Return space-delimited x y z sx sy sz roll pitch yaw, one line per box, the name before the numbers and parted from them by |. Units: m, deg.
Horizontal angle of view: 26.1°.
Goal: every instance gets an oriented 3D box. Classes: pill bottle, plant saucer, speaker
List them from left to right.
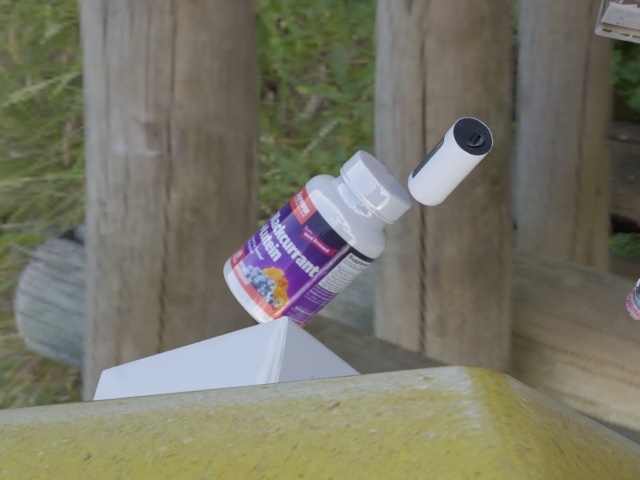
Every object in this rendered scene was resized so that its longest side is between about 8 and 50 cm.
pill bottle | 0.000 0.000 1.439 0.193 0.108 0.108 -44 72 15
plant saucer | 0.011 0.119 0.496 0.333 0.332 0.081 -9 67 34
speaker | 0.159 -0.096 1.697 0.055 0.055 0.136 60 149 13

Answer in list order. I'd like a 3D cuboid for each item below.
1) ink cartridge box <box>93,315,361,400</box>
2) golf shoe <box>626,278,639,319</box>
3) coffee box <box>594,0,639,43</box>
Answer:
ink cartridge box | -0.023 0.198 1.106 0.211 0.289 0.121 -19 45 35
golf shoe | 0.441 0.057 1.543 0.086 0.186 0.067 112 149 -54
coffee box | 0.306 -0.249 1.196 0.098 0.246 0.141 13 96 8
